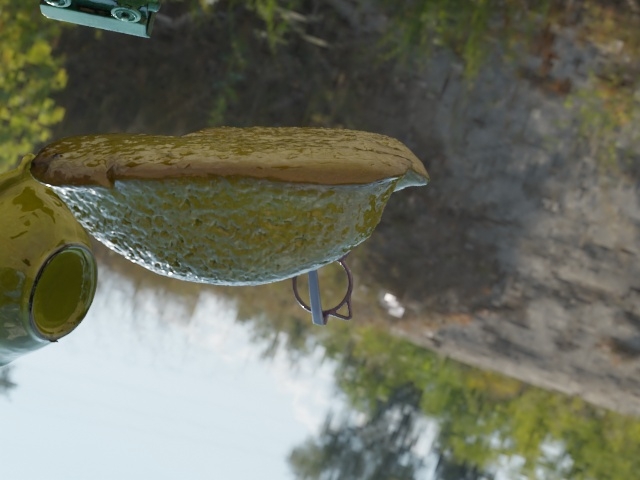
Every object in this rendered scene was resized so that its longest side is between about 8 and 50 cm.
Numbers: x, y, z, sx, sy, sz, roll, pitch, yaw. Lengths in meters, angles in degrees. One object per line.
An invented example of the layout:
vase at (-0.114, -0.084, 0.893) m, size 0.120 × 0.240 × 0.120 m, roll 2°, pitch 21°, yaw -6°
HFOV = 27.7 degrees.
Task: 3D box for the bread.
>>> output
bread at (-0.042, -0.023, 0.621) m, size 0.188 × 0.065 × 0.149 m, roll 1°, pitch -165°, yaw 11°

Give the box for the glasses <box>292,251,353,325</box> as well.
glasses at (0.000, 0.000, 1.085) m, size 0.063 × 0.140 × 0.104 m, roll 12°, pitch 177°, yaw 14°

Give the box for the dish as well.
dish at (-0.255, 0.031, 1.176) m, size 0.080 × 0.207 × 0.149 m, roll 21°, pitch -160°, yaw 29°

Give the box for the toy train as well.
toy train at (-0.295, -0.319, 1.710) m, size 0.172 × 0.070 × 0.099 m, roll 11°, pitch 160°, yaw -2°
